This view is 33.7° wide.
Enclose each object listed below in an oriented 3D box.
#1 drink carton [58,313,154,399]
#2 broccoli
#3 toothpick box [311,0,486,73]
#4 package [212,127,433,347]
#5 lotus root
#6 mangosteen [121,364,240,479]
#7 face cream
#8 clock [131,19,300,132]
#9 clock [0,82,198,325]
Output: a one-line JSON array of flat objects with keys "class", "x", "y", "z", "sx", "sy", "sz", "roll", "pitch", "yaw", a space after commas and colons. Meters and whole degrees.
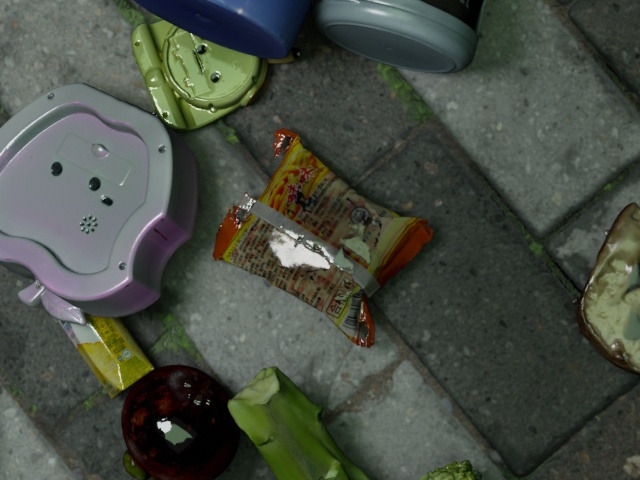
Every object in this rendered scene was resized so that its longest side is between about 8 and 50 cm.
[{"class": "drink carton", "x": -0.332, "y": 0.131, "z": 1.554, "sx": 0.074, "sy": 0.084, "sz": 0.200, "roll": -33, "pitch": 87, "yaw": -31}, {"class": "broccoli", "x": 0.065, "y": 0.357, "z": 1.466, "sx": 0.353, "sy": 0.275, "sz": 0.397, "roll": -4, "pitch": 79, "yaw": -26}, {"class": "toothpick box", "x": 0.136, "y": -0.439, "z": 1.493, "sx": 0.263, "sy": 0.263, "sz": 0.355, "roll": 17, "pitch": 88, "yaw": 2}, {"class": "package", "x": 0.003, "y": -0.006, "z": 1.538, "sx": 0.288, "sy": 0.108, "sz": 0.223, "roll": 31, "pitch": 88, "yaw": 5}, {"class": "lotus root", "x": 0.460, "y": 0.097, "z": 1.538, "sx": 0.170, "sy": 0.074, "sz": 0.261, "roll": -34, "pitch": 87, "yaw": 3}, {"class": "mangosteen", "x": -0.210, "y": 0.278, "z": 1.512, "sx": 0.199, "sy": 0.200, "sz": 0.200, "roll": 0, "pitch": 88, "yaw": 2}, {"class": "face cream", "x": -0.116, "y": -0.394, "z": 1.417, "sx": 0.249, "sy": 0.249, "sz": 0.225, "roll": 20, "pitch": 86, "yaw": 2}, {"class": "clock", "x": -0.152, "y": -0.273, "z": 1.568, "sx": 0.231, "sy": 0.069, "sz": 0.170, "roll": -22, "pitch": 87, "yaw": 1}, {"class": "clock", "x": -0.342, "y": -0.052, "z": 1.500, "sx": 0.338, "sy": 0.102, "sz": 0.339, "roll": -5, "pitch": 72, "yaw": 14}]
